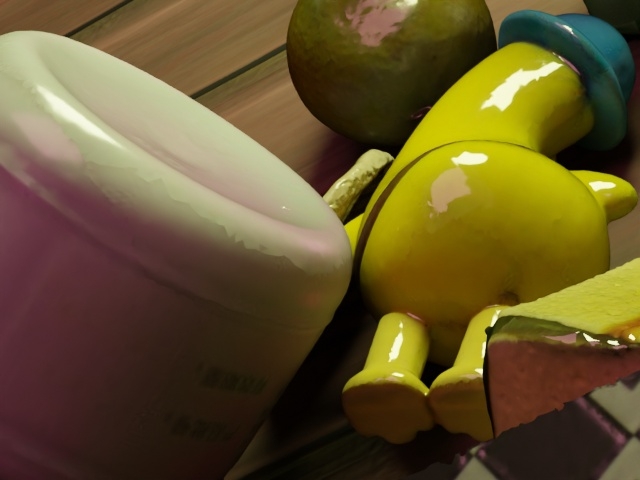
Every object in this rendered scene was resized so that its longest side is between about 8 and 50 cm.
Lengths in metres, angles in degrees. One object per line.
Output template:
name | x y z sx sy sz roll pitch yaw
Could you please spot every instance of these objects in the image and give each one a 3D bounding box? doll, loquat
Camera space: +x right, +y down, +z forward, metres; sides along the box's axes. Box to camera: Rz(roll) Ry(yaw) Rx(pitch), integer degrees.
doll | 0.100 -0.027 1.052 0.199 0.145 0.363 -3 39 23
loquat | 0.048 -0.146 1.248 0.152 0.152 0.195 -35 41 0

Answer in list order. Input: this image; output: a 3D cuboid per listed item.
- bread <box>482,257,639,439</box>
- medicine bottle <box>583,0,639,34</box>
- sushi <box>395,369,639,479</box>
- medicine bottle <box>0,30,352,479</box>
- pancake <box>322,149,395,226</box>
bread | 0.228 0.092 0.883 0.264 0.163 0.168 -19 18 -42
medicine bottle | 0.186 -0.275 1.167 0.133 0.274 0.133 -22 34 16
sushi | 0.122 0.220 0.741 0.292 0.059 0.294 -30 57 23
medicine bottle | -0.161 0.069 0.993 0.325 0.256 0.256 -57 30 13
pancake | 0.001 0.001 1.130 0.151 0.025 0.151 -53 -4 -5
